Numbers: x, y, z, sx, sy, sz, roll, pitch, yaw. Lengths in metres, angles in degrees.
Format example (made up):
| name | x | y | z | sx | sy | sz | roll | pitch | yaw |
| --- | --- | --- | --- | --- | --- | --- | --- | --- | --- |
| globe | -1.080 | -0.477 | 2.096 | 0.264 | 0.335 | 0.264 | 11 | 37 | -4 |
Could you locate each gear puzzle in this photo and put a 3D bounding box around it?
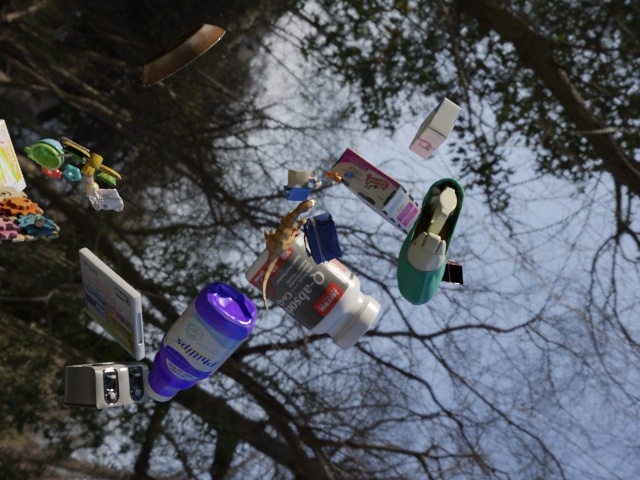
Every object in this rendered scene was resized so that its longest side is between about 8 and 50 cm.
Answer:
| name | x | y | z | sx | sy | sz | roll | pitch | yaw |
| --- | --- | --- | --- | --- | --- | --- | --- | --- | --- |
| gear puzzle | -0.730 | -0.099 | 1.480 | 0.175 | 0.339 | 0.044 | -8 | 126 | -50 |

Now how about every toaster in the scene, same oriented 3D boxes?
| name | x | y | z | sx | sy | sz | roll | pitch | yaw |
| --- | --- | --- | --- | --- | --- | --- | --- | --- | --- |
| toaster | -0.560 | 0.377 | 1.720 | 0.185 | 0.168 | 0.110 | -8 | -99 | 38 |

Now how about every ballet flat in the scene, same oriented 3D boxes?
| name | x | y | z | sx | sy | sz | roll | pitch | yaw |
| --- | --- | --- | --- | --- | --- | --- | --- | --- | --- |
| ballet flat | 0.191 | -0.011 | 1.144 | 0.087 | 0.083 | 0.247 | 96 | 14 | -62 |

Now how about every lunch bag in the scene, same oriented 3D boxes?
| name | x | y | z | sx | sy | sz | roll | pitch | yaw |
| --- | --- | --- | --- | --- | --- | --- | --- | --- | --- |
| lunch bag | 0.000 | 0.000 | 1.277 | 0.065 | 0.098 | 0.067 | -15 | -167 | -4 |

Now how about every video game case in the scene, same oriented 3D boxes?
| name | x | y | z | sx | sy | sz | roll | pitch | yaw |
| --- | --- | --- | --- | --- | --- | --- | --- | --- | --- |
| video game case | -0.471 | 0.144 | 1.491 | 0.023 | 0.212 | 0.193 | -29 | 140 | -40 |

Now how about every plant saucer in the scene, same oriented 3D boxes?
| name | x | y | z | sx | sy | sz | roll | pitch | yaw |
| --- | --- | --- | --- | --- | --- | --- | --- | --- | --- |
| plant saucer | -0.281 | -0.376 | 1.311 | 0.198 | 0.036 | 0.198 | -27 | -153 | 15 |

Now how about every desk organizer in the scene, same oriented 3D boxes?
| name | x | y | z | sx | sy | sz | roll | pitch | yaw |
| --- | --- | --- | --- | --- | --- | --- | --- | --- | --- |
| desk organizer | 0.284 | 0.071 | 1.569 | 0.050 | 0.130 | 0.047 | 35 | -69 | 61 |

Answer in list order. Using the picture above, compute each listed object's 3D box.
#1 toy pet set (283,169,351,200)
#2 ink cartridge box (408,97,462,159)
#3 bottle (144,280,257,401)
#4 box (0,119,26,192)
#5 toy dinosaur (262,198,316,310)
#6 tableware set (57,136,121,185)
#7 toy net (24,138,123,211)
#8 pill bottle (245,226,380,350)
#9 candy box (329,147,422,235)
| name | x | y | z | sx | sy | sz | roll | pitch | yaw |
| --- | --- | --- | --- | --- | --- | --- | --- | --- | --- |
| toy pet set | -0.012 | -0.113 | 1.387 | 0.122 | 0.114 | 0.065 | -161 | -107 | -66 |
| ink cartridge box | 0.254 | -0.247 | 1.471 | 0.088 | 0.052 | 0.122 | -60 | -175 | -20 |
| bottle | -0.235 | 0.199 | 1.227 | 0.283 | 0.118 | 0.092 | -46 | -167 | 29 |
| box | -0.859 | -0.200 | 1.697 | 0.114 | 0.103 | 0.203 | -75 | 166 | -52 |
| toy dinosaur | -0.079 | 0.010 | 1.199 | 0.112 | 0.064 | 0.211 | -111 | -135 | -80 |
| tableware set | -0.379 | -0.122 | 1.087 | 0.024 | 0.104 | 0.154 | -64 | -166 | -12 |
| toy net | -0.537 | -0.127 | 1.439 | 0.122 | 0.232 | 0.045 | -21 | -145 | 35 |
| pill bottle | -0.019 | 0.136 | 1.899 | 0.210 | 0.363 | 0.210 | -51 | -176 | 4 |
| candy box | 0.136 | -0.098 | 1.449 | 0.071 | 0.159 | 0.233 | -53 | 152 | 3 |
